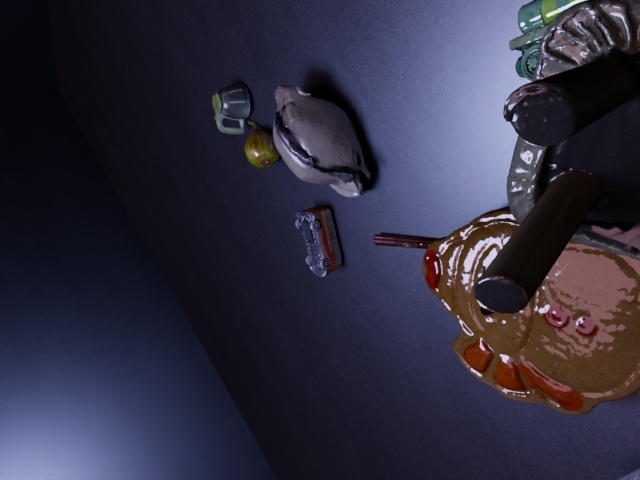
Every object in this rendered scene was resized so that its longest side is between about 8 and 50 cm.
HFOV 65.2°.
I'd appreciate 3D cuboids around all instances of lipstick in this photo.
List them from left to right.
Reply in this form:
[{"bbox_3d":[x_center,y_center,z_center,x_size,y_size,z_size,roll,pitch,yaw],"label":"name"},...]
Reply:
[{"bbox_3d":[0.178,0.003,1.045,0.177,0.027,0.027,5,116,53],"label":"lipstick"}]

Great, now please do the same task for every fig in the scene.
[{"bbox_3d":[-0.175,-0.264,1.318,0.166,0.093,0.093,53,146,18],"label":"fig"}]

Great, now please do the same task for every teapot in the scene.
[{"bbox_3d":[-0.240,-0.354,1.335,0.092,0.091,0.124,-29,76,59],"label":"teapot"}]

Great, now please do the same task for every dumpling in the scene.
[{"bbox_3d":[-0.022,-0.196,1.081,0.292,0.163,0.204,53,144,-2],"label":"dumpling"}]

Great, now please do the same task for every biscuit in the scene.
[{"bbox_3d":[0.329,0.097,0.796,0.381,0.074,0.358,18,115,38],"label":"biscuit"}]

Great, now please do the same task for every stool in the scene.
[{"bbox_3d":[0.339,-0.053,0.498,0.311,0.226,0.310,16,134,24],"label":"stool"}]

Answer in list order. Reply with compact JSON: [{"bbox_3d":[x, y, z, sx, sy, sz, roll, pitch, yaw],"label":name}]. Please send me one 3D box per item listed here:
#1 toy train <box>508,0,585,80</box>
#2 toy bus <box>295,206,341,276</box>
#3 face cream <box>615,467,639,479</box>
[{"bbox_3d":[0.323,-0.268,0.604,0.200,0.083,0.132,-3,98,56],"label":"toy train"},{"bbox_3d":[0.000,0.000,1.252,0.079,0.077,0.174,9,119,53],"label":"toy bus"},{"bbox_3d":[0.529,0.339,0.653,0.145,0.146,0.369,48,144,25],"label":"face cream"}]
